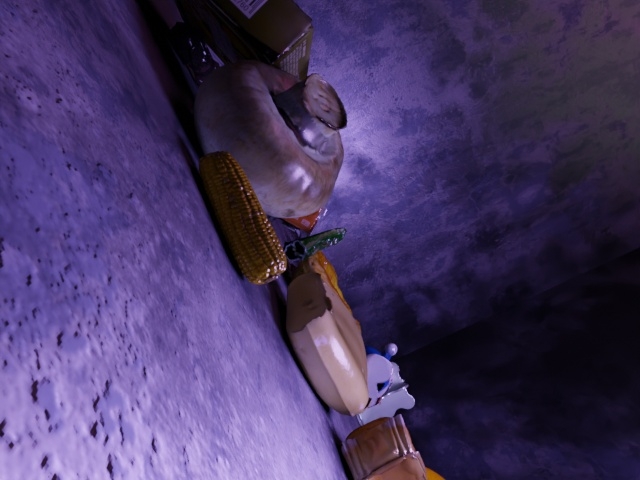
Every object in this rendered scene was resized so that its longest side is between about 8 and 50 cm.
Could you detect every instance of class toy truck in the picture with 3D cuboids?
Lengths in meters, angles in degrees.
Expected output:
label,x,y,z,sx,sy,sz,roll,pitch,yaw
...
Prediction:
label,x,y,z,sx,sy,sz,roll,pitch,yaw
toy truck,-0.062,-0.121,1.389,0.174,0.206,0.387,30,0,-1

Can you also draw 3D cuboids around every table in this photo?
label,x,y,z,sx,sy,sz,roll,pitch,yaw
table,0.202,0.523,1.496,0.166,0.199,0.166,155,-90,-90

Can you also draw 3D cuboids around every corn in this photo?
label,x,y,z,sx,sy,sz,roll,pitch,yaw
corn,-0.127,-0.039,0.699,0.080,0.080,0.230,66,-1,-85

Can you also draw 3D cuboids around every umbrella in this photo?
label,x,y,z,sx,sy,sz,roll,pitch,yaw
umbrella,-0.328,-0.487,1.253,0.094,0.090,0.326,51,-3,17

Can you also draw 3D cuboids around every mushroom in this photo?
label,x,y,z,sx,sy,sz,roll,pitch,yaw
mushroom,-0.084,-0.209,0.895,0.352,0.261,0.351,36,39,-36

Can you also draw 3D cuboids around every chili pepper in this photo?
label,x,y,z,sx,sy,sz,roll,pitch,yaw
chili pepper,0.000,0.000,1.218,0.227,0.088,0.059,-21,97,-46

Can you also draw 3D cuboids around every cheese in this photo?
label,x,y,z,sx,sy,sz,roll,pitch,yaw
cheese,0.022,0.237,0.940,0.259,0.128,0.315,-92,157,-62

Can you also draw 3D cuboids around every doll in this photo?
label,x,y,z,sx,sy,sz,roll,pitch,yaw
doll,0.123,0.359,1.155,0.161,0.215,0.257,45,-9,4

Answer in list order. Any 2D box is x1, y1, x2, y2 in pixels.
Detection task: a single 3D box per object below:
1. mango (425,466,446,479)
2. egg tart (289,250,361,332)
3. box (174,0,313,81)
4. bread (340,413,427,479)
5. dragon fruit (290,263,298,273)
label,x,y,z,sx,sy,sz,roll,pitch,yaw
mango,0.234,0.619,0.961,0.159,0.191,0.290,76,-12,-45
egg tart,0.004,0.168,1.301,0.341,0.132,0.341,62,3,-6
box,-0.201,-0.534,1.096,0.373,0.138,0.420,45,-3,-3
bread,0.133,0.450,0.888,0.107,0.136,0.241,62,-3,47
dragon fruit,-0.035,0.137,1.507,0.102,0.096,0.147,60,2,-45
